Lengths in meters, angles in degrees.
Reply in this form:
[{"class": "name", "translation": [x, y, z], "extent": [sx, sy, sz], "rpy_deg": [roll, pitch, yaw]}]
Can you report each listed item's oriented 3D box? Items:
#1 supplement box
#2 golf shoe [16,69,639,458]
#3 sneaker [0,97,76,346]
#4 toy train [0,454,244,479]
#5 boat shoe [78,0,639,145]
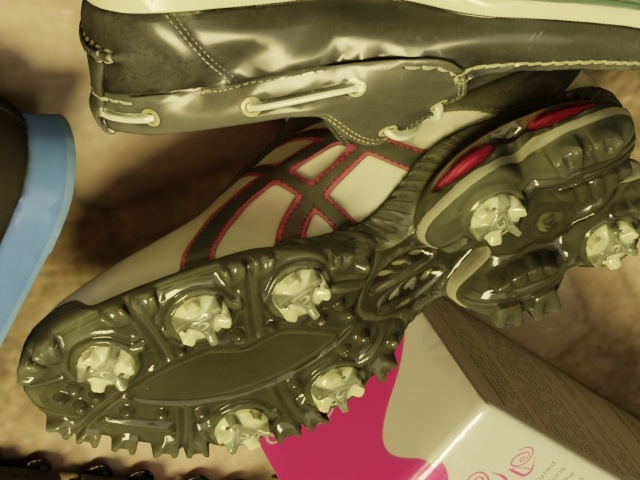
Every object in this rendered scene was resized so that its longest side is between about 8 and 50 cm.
[{"class": "supplement box", "translation": [0.090, 0.124, 0.880], "extent": [0.111, 0.114, 0.220], "rpy_deg": [-47, 131, 13]}, {"class": "golf shoe", "translation": [0.000, 0.000, 0.747], "extent": [0.273, 0.120, 0.105], "rpy_deg": [-22, 136, -8]}, {"class": "sneaker", "translation": [-0.179, 0.041, 0.717], "extent": [0.090, 0.081, 0.232], "rpy_deg": [13, 110, -29]}, {"class": "toy train", "translation": [-0.095, 0.127, 0.849], "extent": [0.158, 0.027, 0.036], "rpy_deg": [11, 122, -31]}, {"class": "boat shoe", "translation": [0.023, -0.078, 0.701], "extent": [0.233, 0.084, 0.079], "rpy_deg": [-1, 116, -5]}]
